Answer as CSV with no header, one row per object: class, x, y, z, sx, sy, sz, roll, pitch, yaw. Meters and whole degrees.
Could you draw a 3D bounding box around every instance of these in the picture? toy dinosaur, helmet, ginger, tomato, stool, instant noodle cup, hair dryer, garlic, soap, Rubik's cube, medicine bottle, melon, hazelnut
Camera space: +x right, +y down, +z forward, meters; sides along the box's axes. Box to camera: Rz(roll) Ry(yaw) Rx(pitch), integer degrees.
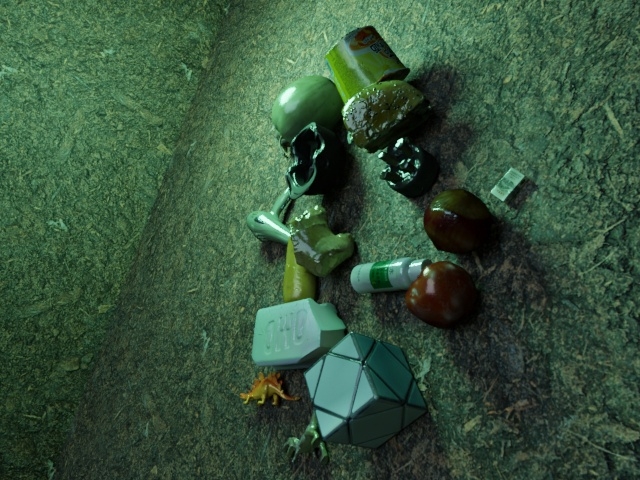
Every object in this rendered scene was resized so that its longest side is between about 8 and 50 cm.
toy dinosaur,-0.176,0.503,1.712,0.289,0.071,0.117,-20,55,38
helmet,-0.005,-0.276,1.867,0.225,0.177,0.304,-7,74,56
ginger,0.000,0.000,1.703,0.222,0.130,0.275,-11,63,11
tomato,0.298,0.143,1.259,0.187,0.187,0.151,-41,65,28
stool,0.250,-0.232,1.558,0.153,0.139,0.228,-61,38,9
instant noodle cup,0.150,-0.598,1.744,0.264,0.264,0.200,-33,88,36
hair dryer,-0.146,-0.090,2.012,0.298,0.119,0.295,-43,46,7
toy dinosaur,-0.031,0.557,1.501,0.200,0.072,0.251,25,99,64
garlic,-0.108,-0.474,2.169,0.194,0.127,0.131,-21,48,19
soap,-0.076,0.311,1.652,0.347,0.115,0.208,-18,60,45
Rubik's cube,0.113,0.392,1.304,0.207,0.205,0.204,-44,41,23
medicine bottle,0.207,0.102,1.453,0.260,0.095,0.095,-11,62,46
melon,-0.051,-0.509,1.997,0.308,0.271,0.271,-20,47,3
hazelnut,0.360,-0.054,1.325,0.170,0.160,0.201,-29,10,22

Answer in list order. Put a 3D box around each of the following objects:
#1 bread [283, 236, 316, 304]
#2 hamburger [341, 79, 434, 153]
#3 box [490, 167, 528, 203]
bread,-0.074,0.095,1.808,0.142,0.091,0.304,-19,56,38
hamburger,0.200,-0.412,1.620,0.288,0.168,0.192,-35,85,14
box,0.491,-0.142,1.306,0.083,0.024,0.054,-53,39,15
